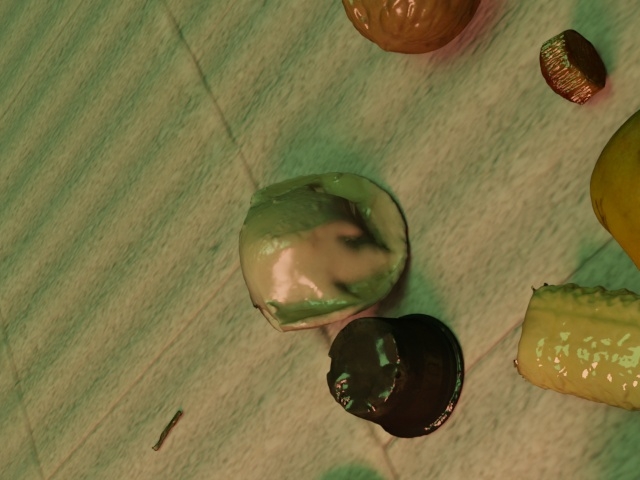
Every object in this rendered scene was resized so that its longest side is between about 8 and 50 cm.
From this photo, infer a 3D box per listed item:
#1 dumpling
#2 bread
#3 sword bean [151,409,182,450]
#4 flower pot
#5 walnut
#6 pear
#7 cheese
[{"bbox_3d":[-0.001,-0.001,1.405,0.227,0.175,0.243,-21,76,6],"label":"dumpling"},{"bbox_3d":[0.286,-0.196,1.221,0.053,0.085,0.085,-34,56,39],"label":"bread"},{"bbox_3d":[-0.235,0.292,1.635,0.083,0.012,0.012,-56,46,18],"label":"sword bean"},{"bbox_3d":[0.080,0.158,1.297,0.157,0.107,0.157,-18,65,42],"label":"flower pot"},{"bbox_3d":[0.116,-0.341,1.360,0.213,0.213,0.213,-16,67,41],"label":"walnut"},{"bbox_3d":[0.366,-0.051,1.019,0.200,0.200,0.200,-16,67,41],"label":"pear"},{"bbox_3d":[0.299,0.110,1.107,0.167,0.094,0.123,7,73,41],"label":"cheese"}]
